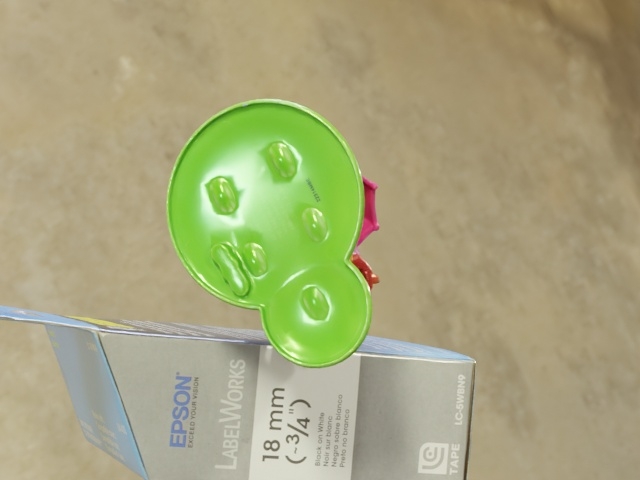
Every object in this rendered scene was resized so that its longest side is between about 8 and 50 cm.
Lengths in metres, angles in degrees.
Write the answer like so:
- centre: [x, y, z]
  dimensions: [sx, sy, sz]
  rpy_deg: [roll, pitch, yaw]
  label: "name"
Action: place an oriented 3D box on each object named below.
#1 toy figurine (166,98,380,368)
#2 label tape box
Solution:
- centre: [0.000, 0.000, 1.034]
  dimensions: [0.173, 0.130, 0.159]
  rpy_deg: [62, 16, 12]
  label: "toy figurine"
- centre: [-0.090, 0.112, 1.140]
  dimensions: [0.333, 0.240, 0.106]
  rpy_deg: [6, 88, -18]
  label: "label tape box"
